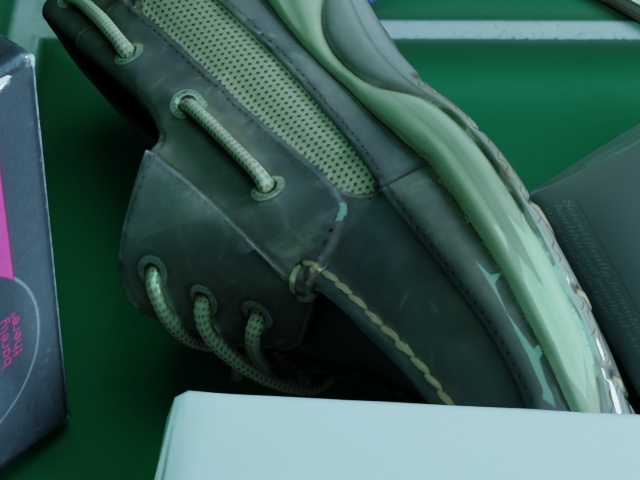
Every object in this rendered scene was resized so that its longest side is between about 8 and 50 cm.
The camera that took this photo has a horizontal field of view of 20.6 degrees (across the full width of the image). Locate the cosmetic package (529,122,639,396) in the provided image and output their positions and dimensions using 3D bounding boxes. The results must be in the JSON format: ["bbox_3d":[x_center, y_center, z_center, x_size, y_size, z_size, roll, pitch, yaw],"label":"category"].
[{"bbox_3d":[0.206,-0.024,0.626,0.238,0.107,0.127,-27,90,-27],"label":"cosmetic package"}]

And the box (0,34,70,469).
[{"bbox_3d":[-0.229,-0.021,0.601,0.270,0.165,0.143,31,49,29],"label":"box"}]

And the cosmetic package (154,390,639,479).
[{"bbox_3d":[0.076,0.157,0.363,0.224,0.224,0.138,3,42,2],"label":"cosmetic package"}]

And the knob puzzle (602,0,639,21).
[{"bbox_3d":[0.216,-0.158,0.864,0.213,0.030,0.213,0,41,0],"label":"knob puzzle"}]

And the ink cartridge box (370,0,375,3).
[{"bbox_3d":[0.022,-0.220,0.887,0.311,0.065,0.186,-37,54,-26],"label":"ink cartridge box"}]

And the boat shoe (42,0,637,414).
[{"bbox_3d":[0.000,0.000,0.635,0.130,0.132,0.355,-33,49,1],"label":"boat shoe"}]
